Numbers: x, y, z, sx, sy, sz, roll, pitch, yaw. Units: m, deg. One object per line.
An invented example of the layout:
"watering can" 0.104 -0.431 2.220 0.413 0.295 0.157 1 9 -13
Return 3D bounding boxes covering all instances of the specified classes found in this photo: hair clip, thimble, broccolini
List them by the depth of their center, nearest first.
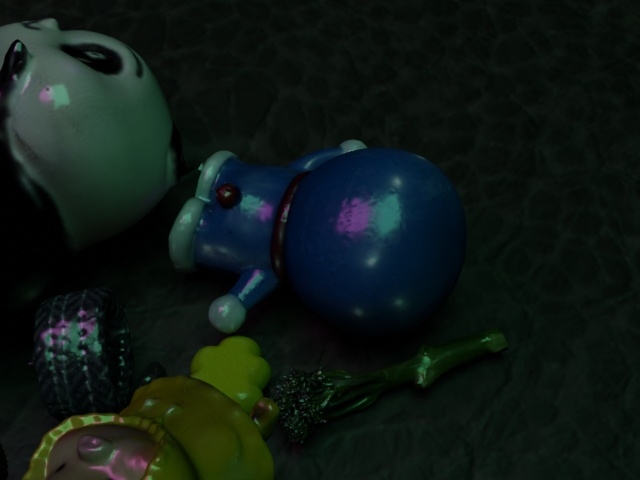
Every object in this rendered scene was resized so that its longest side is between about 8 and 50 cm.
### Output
"thimble" -0.194 0.093 1.113 0.066 0.095 0.104 -9 43 7
"hair clip" -0.090 0.149 1.115 0.072 0.046 0.173 15 55 9
"broccolini" 0.059 0.107 1.146 0.216 0.067 0.058 -20 97 -16

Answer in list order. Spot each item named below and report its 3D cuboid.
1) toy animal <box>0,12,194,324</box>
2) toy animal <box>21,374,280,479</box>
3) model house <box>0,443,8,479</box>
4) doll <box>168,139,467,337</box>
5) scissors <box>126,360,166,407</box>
"toy animal" -0.270 -0.061 1.151 0.310 0.251 0.251 -28 61 -30
"toy animal" -0.118 0.177 0.972 0.156 0.156 0.230 33 37 18
"model house" -0.384 0.186 0.974 0.204 0.211 0.243 22 57 14
"doll" 0.000 0.000 1.177 0.257 0.161 0.215 12 67 25
"scissors" -0.180 0.188 1.102 0.088 0.017 0.220 19 55 13
